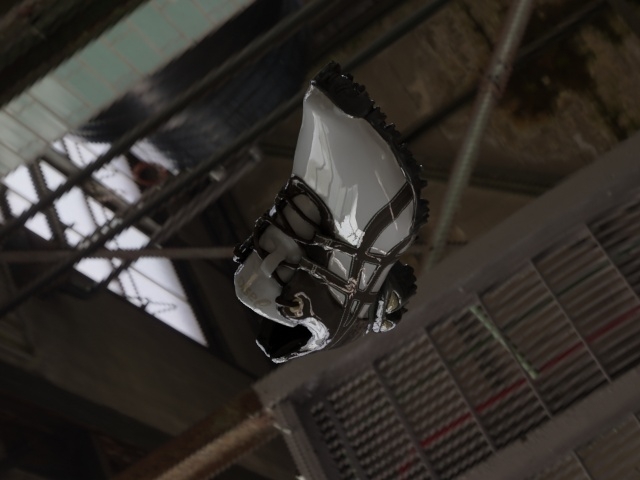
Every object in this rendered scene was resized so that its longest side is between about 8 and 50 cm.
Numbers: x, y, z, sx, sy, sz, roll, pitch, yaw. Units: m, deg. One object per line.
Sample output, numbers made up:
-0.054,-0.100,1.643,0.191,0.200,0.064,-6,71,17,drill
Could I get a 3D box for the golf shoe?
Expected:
0.000,0.000,0.592,0.094,0.198,0.077,-29,-127,-18,golf shoe
